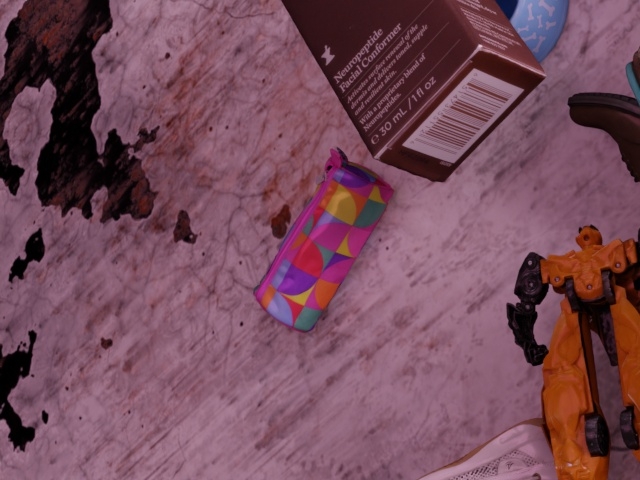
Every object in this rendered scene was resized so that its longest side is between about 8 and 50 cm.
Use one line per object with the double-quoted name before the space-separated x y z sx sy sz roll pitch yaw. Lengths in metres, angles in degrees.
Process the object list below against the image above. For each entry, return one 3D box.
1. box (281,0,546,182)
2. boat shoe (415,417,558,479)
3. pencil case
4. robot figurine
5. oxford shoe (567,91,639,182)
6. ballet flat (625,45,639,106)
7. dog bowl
"box" 0.087 -0.277 1.934 0.191 0.143 0.381 -47 51 25
"boat shoe" 0.170 0.306 1.840 0.277 0.098 0.096 -38 56 28
"pencil case" 0.000 0.000 2.074 0.104 0.104 0.236 39 107 41
"robot figurine" 0.313 0.126 1.750 0.211 0.085 0.291 -13 71 27
"oxford shoe" 0.355 -0.105 1.784 0.227 0.083 0.096 29 104 44
"ballet flat" 0.464 0.008 1.562 0.182 0.164 0.483 -22 85 24
"dog bowl" 0.166 -0.289 2.009 0.297 0.074 0.166 4 82 43
